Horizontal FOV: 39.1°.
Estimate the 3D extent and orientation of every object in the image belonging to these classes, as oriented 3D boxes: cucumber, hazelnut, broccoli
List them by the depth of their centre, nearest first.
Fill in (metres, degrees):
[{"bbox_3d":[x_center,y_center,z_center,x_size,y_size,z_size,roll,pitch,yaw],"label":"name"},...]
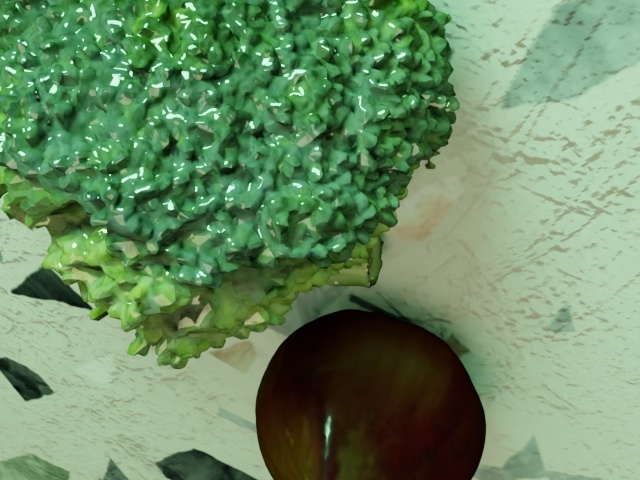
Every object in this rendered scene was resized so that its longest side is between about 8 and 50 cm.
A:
[{"bbox_3d":[-0.103,-0.050,0.560,0.375,0.249,0.302,-3,137,-2],"label":"broccoli"},{"bbox_3d":[0.000,0.000,0.740,0.107,0.035,0.067,6,122,32],"label":"cucumber"},{"bbox_3d":[0.034,0.169,0.758,0.208,0.208,0.208,14,135,15],"label":"hazelnut"}]
